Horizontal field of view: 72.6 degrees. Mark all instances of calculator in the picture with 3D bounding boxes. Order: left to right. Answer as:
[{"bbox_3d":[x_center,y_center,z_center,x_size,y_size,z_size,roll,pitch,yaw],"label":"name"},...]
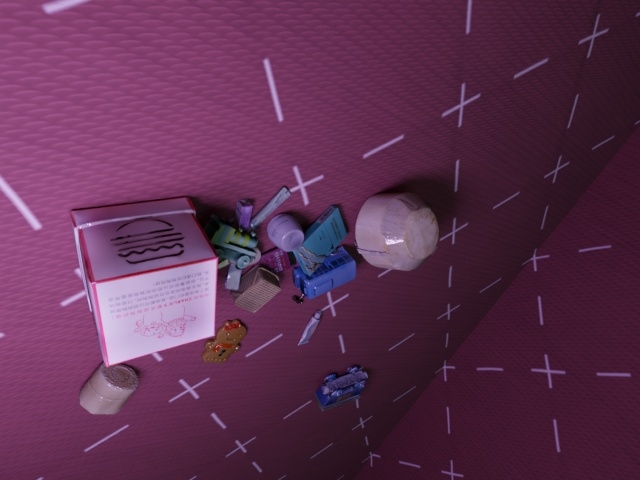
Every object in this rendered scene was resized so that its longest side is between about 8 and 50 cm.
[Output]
[{"bbox_3d":[-0.154,0.071,1.614,0.190,0.034,0.127,-22,137,-13],"label":"calculator"}]

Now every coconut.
[{"bbox_3d":[0.285,-0.039,1.672,0.322,0.323,0.323,-21,135,-22],"label":"coconut"}]

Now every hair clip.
[{"bbox_3d":[-0.290,0.069,1.488,0.159,0.071,0.219,3,119,-36],"label":"hair clip"}]

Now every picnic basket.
[{"bbox_3d":[-0.236,0.176,1.582,0.164,0.080,0.115,-40,135,14],"label":"picnic basket"}]

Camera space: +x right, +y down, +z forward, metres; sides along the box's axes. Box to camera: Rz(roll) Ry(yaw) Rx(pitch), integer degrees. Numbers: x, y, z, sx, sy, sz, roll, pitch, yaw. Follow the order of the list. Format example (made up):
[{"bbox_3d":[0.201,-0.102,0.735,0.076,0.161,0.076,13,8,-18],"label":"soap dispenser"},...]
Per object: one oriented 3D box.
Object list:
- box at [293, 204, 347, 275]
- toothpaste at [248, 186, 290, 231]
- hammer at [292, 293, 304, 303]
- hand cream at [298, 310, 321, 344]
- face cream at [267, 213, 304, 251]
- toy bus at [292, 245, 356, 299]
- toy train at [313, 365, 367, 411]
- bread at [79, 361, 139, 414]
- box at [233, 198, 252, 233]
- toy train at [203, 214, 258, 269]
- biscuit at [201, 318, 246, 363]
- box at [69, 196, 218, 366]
[{"bbox_3d":[-0.001,0.000,1.617,0.229,0.041,0.162,-47,141,-20],"label":"box"},{"bbox_3d":[-0.179,-0.098,1.451,0.197,0.029,0.048,-45,142,0],"label":"toothpaste"},{"bbox_3d":[-0.045,0.193,1.809,0.178,0.021,0.065,-49,137,8],"label":"hammer"},{"bbox_3d":[-0.042,0.401,1.986,0.052,0.038,0.216,15,124,-17],"label":"hand cream"},{"bbox_3d":[-0.119,-0.027,1.498,0.117,0.104,0.117,-22,137,-22],"label":"face cream"},{"bbox_3d":[0.017,0.130,1.715,0.233,0.133,0.116,-23,137,-20],"label":"toy bus"},{"bbox_3d":[0.116,0.805,2.390,0.299,0.131,0.202,-5,135,-33],"label":"toy train"},{"bbox_3d":[-0.721,0.508,1.485,0.148,0.134,0.141,34,101,-35],"label":"bread"},{"bbox_3d":[-0.251,-0.072,1.402,0.036,0.051,0.117,-5,126,-32],"label":"box"},{"bbox_3d":[-0.277,0.010,1.358,0.200,0.083,0.132,21,103,-50],"label":"toy train"},{"bbox_3d":[-0.375,0.406,1.733,0.166,0.036,0.226,26,107,-45],"label":"biscuit"},{"bbox_3d":[-0.471,0.100,1.192,0.314,0.300,0.312,-11,130,-29],"label":"box"}]
